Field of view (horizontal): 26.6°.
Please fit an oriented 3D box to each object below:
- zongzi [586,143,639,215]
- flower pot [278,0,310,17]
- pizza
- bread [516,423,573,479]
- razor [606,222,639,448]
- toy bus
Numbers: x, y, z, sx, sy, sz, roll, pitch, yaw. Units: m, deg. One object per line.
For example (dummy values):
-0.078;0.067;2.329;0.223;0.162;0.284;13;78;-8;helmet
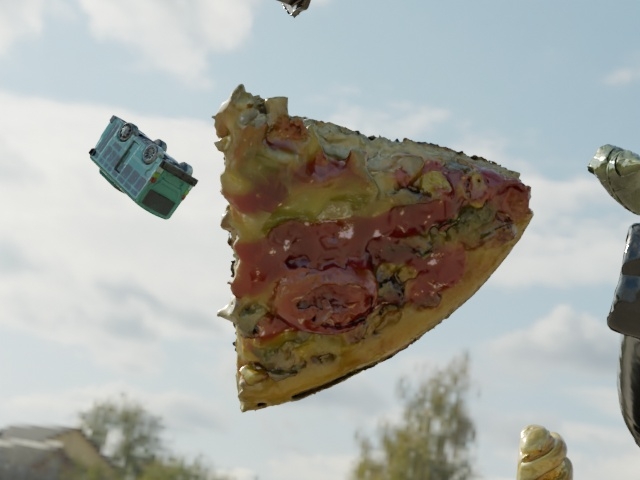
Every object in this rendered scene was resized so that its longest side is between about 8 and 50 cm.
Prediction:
0.451;-0.064;1.868;0.154;0.062;0.130;45;-9;-22;zongzi
-0.055;-0.478;2.056;0.084;0.179;0.251;3;-54;-26;flower pot
0.000;0.000;1.509;0.440;0.130;0.406;-38;-52;9;pizza
0.313;0.346;1.896;0.084;0.177;0.119;-1;16;10;bread
0.308;0.101;0.947;0.204;0.113;0.349;12;-20;22;razor
-0.254;-0.103;1.901;0.079;0.092;0.160;31;7;-47;toy bus
